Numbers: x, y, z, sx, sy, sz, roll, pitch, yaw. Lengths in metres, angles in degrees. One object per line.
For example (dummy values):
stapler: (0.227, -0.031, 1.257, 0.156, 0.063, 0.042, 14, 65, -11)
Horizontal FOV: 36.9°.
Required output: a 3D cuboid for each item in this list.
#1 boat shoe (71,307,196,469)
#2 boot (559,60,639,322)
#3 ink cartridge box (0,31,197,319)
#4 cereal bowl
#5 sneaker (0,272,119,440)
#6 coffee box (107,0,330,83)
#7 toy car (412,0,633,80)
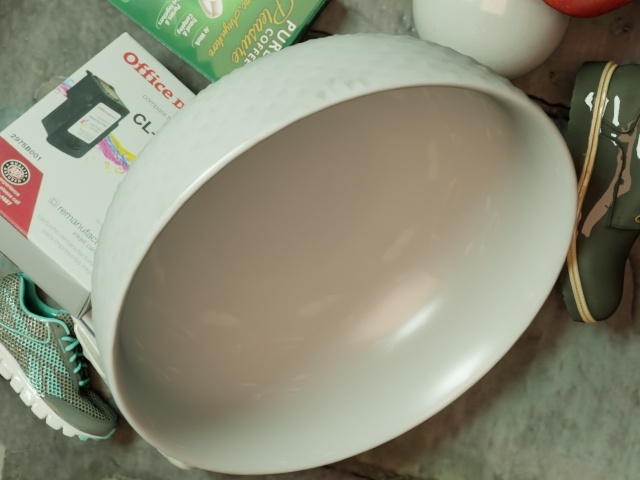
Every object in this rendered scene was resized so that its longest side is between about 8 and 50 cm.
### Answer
boat shoe: (-0.156, 0.066, 0.775, 0.267, 0.096, 0.088, 52, 132, 2)
boot: (0.250, -0.029, 0.695, 0.137, 0.077, 0.198, 8, 106, 32)
ink cartridge box: (-0.162, -0.051, 0.712, 0.127, 0.072, 0.175, 42, 60, -2)
cereal bowl: (0.000, 0.000, 0.671, 0.339, 0.141, 0.339, -17, 135, -18)
sneaker: (-0.222, 0.094, 0.796, 0.076, 0.065, 0.166, -44, 94, 6)
coffee box: (-0.095, -0.202, 0.747, 0.184, 0.040, 0.113, 36, 101, -1)
toy car: (0.135, -0.203, 0.674, 0.219, 0.210, 0.238, 16, 140, -26)
